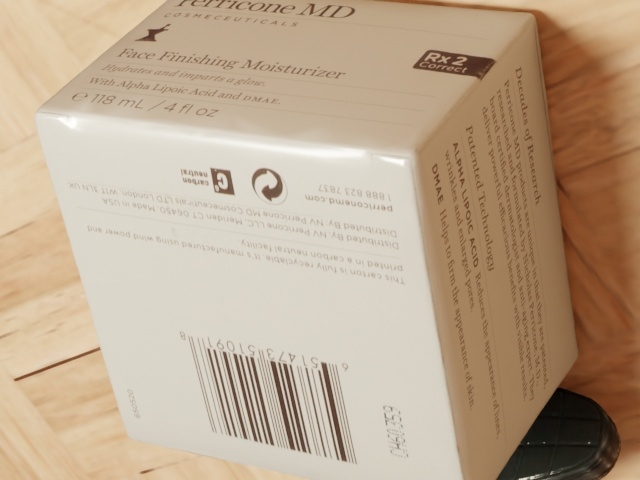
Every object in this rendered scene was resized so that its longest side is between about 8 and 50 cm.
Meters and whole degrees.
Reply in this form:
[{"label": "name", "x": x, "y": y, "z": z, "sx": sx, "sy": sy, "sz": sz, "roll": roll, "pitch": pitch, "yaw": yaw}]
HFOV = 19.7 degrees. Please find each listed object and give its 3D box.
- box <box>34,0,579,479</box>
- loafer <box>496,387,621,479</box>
[{"label": "box", "x": 0.000, "y": 0.000, "z": 0.794, "sx": 0.181, "sy": 0.119, "sz": 0.182, "roll": 8, "pitch": 127, "yaw": 29}, {"label": "loafer", "x": 0.078, "y": 0.110, "z": 0.882, "sx": 0.170, "sy": 0.062, "sz": 0.061, "roll": -15, "pitch": 136, "yaw": 44}]
